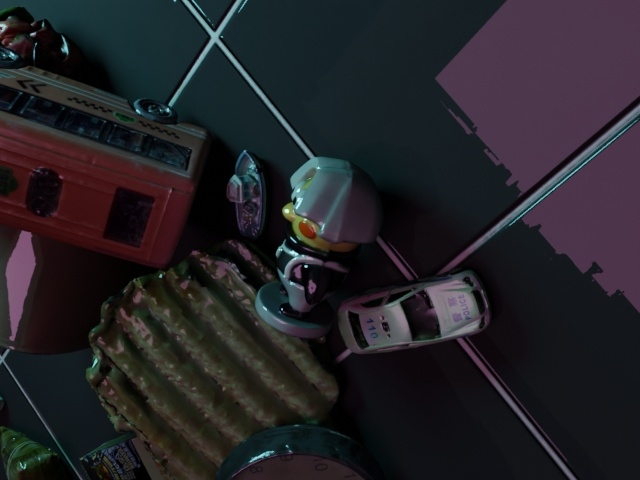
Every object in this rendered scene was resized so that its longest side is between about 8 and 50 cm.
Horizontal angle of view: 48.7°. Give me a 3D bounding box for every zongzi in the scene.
[{"bbox_3d":[-0.657,0.564,1.630,0.241,0.111,0.247,11,117,50],"label":"zongzi"}]

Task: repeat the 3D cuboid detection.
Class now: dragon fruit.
[{"bbox_3d":[-0.516,-0.248,1.229,0.234,0.234,0.293,5,117,33],"label":"dragon fruit"}]

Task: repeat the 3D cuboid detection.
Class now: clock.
[{"bbox_3d":[-0.031,0.413,1.096,0.281,0.055,0.280,0,114,0],"label":"clock"}]

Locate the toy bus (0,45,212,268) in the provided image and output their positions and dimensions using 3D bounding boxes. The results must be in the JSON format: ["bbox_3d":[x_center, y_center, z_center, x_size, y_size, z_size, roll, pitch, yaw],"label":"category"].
[{"bbox_3d":[-0.394,-0.120,1.063,0.427,0.233,0.203,17,120,-14],"label":"toy bus"}]

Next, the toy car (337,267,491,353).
[{"bbox_3d":[0.122,0.104,0.977,0.224,0.076,0.090,-17,92,36],"label":"toy car"}]

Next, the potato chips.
[{"bbox_3d":[-0.144,0.214,1.094,0.358,0.070,0.429,-40,102,1],"label":"potato chips"}]

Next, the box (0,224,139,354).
[{"bbox_3d":[-0.456,0.032,1.223,0.301,0.301,0.216,27,109,25],"label":"box"}]

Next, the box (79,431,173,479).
[{"bbox_3d":[-0.317,0.462,1.369,0.310,0.084,0.198,-28,88,36],"label":"box"}]

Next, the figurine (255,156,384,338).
[{"bbox_3d":[0.000,0.000,0.981,0.133,0.176,0.236,14,116,-14],"label":"figurine"}]

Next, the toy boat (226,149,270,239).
[{"bbox_3d":[-0.115,-0.070,1.090,0.059,0.066,0.140,14,110,34],"label":"toy boat"}]

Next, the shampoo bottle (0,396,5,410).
[{"bbox_3d":[-0.842,0.346,1.702,0.195,0.056,0.056,34,120,20],"label":"shampoo bottle"}]
